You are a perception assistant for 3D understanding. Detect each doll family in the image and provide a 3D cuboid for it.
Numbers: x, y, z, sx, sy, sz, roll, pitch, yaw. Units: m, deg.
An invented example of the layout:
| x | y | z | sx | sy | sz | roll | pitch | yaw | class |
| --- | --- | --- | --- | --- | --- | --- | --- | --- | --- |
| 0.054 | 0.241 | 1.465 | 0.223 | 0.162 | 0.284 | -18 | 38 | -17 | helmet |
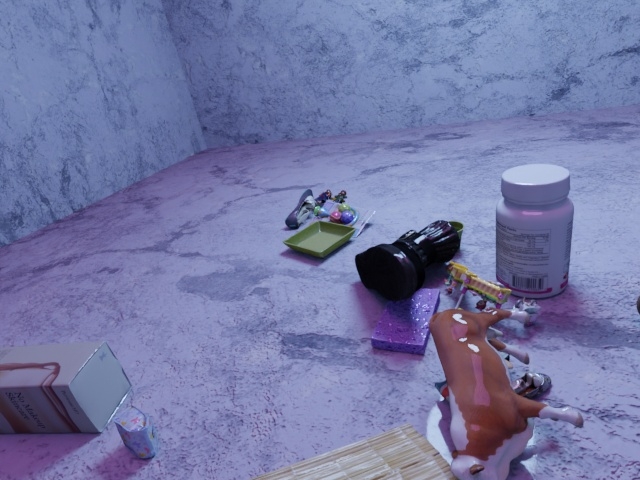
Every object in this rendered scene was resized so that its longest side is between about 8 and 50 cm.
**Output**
| x | y | z | sx | sy | sz | roll | pitch | yaw | class |
| --- | --- | --- | --- | --- | --- | --- | --- | --- | --- |
| 0.037 | -0.170 | 1.694 | 0.193 | 0.076 | 0.111 | 16 | 57 | 37 | doll family |

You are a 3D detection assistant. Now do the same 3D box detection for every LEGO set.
| x | y | z | sx | sy | sz | roll | pitch | yaw | class |
| --- | --- | --- | --- | --- | --- | --- | --- | --- | --- |
| 0.353 | 0.129 | 0.964 | 0.132 | 0.107 | 0.287 | 16 | 9 | -25 | LEGO set |

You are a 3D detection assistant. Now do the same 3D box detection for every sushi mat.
| x | y | z | sx | sy | sz | roll | pitch | yaw | class |
| --- | --- | --- | --- | --- | --- | --- | --- | --- | --- |
| 0.048 | 0.360 | 0.584 | 0.317 | 0.019 | 0.151 | -6 | 20 | -24 | sushi mat |

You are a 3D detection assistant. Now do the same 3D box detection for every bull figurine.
| x | y | z | sx | sy | sz | roll | pitch | yaw | class |
| --- | --- | --- | --- | --- | --- | --- | --- | --- | --- |
| 0.274 | 0.238 | 0.653 | 0.189 | 0.101 | 0.310 | -3 | 48 | -1 | bull figurine |

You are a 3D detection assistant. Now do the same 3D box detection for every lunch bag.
| x | y | z | sx | sy | sz | roll | pitch | yaw | class |
| --- | --- | --- | --- | --- | --- | --- | --- | --- | --- |
| -0.342 | 0.364 | 0.775 | 0.083 | 0.071 | 0.053 | 8 | 28 | 40 | lunch bag |

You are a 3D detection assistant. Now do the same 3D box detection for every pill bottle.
| x | y | z | sx | sy | sz | roll | pitch | yaw | class |
| --- | --- | --- | --- | --- | --- | --- | --- | --- | --- |
| 0.495 | -0.023 | 0.956 | 0.160 | 0.283 | 0.160 | -9 | 26 | 5 | pill bottle |

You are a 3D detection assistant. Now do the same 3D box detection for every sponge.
| x | y | z | sx | sy | sz | roll | pitch | yaw | class |
| --- | --- | --- | --- | --- | --- | --- | --- | --- | --- |
| 0.205 | 0.179 | 0.960 | 0.117 | 0.031 | 0.210 | 2 | 29 | 26 | sponge |

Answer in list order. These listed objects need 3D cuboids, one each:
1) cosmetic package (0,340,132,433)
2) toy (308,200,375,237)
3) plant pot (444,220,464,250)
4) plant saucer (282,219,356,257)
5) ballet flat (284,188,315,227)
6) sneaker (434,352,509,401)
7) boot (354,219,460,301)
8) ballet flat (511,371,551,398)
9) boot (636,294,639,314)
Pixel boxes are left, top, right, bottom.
| x | y | z | sx | sy | sz | roll | pitch | yaw | class |
| --- | --- | --- | --- | --- | --- | --- | --- | --- | --- |
| -0.595 | 0.319 | 0.885 | 0.296 | 0.153 | 0.129 | -8 | 28 | 12 | cosmetic package |
| 0.066 | -0.095 | 1.508 | 0.237 | 0.056 | 0.137 | 14 | 58 | 44 | toy |
| 0.382 | -0.006 | 1.206 | 0.083 | 0.079 | 0.083 | -9 | 27 | 5 | plant pot |
| 0.000 | 0.000 | 1.399 | 0.188 | 0.045 | 0.188 | 14 | 36 | 43 | plant saucer |
| -0.063 | -0.125 | 1.623 | 0.074 | 0.074 | 0.203 | 8 | 51 | 35 | ballet flat |
| 0.282 | 0.244 | 0.762 | 0.161 | 0.057 | 0.075 | -29 | 36 | -25 | sneaker |
| 0.247 | 0.038 | 1.026 | 0.260 | 0.131 | 0.348 | -17 | 5 | -9 | boot |
| 0.364 | 0.256 | 0.725 | 0.114 | 0.041 | 0.041 | -19 | 27 | -16 | ballet flat |
| 0.776 | 0.106 | 0.826 | 0.305 | 0.112 | 0.115 | -16 | -4 | 2 | boot |
